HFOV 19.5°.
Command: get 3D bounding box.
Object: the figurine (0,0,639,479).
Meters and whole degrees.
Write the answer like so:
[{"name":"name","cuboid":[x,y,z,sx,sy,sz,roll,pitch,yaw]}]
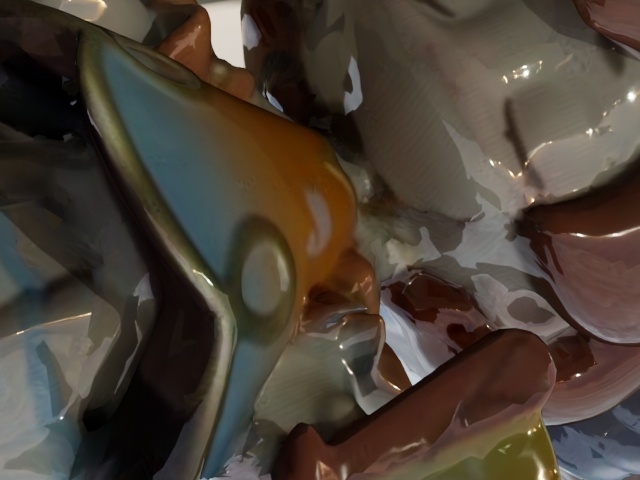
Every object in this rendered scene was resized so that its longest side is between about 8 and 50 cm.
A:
[{"name":"figurine","cuboid":[0.001,0.001,0.563,0.388,0.277,0.248,-24,167,-27]}]
